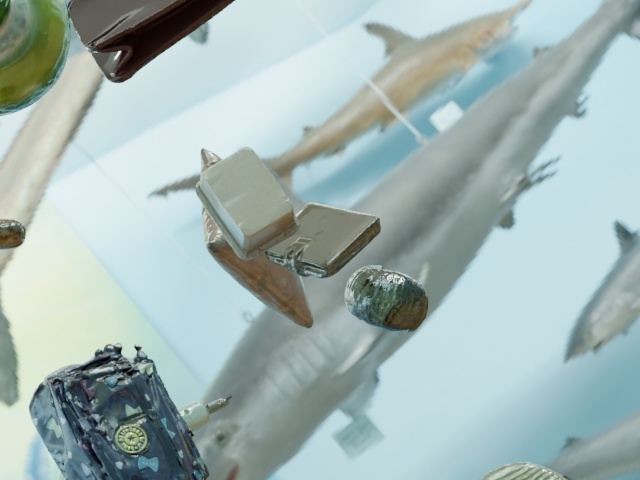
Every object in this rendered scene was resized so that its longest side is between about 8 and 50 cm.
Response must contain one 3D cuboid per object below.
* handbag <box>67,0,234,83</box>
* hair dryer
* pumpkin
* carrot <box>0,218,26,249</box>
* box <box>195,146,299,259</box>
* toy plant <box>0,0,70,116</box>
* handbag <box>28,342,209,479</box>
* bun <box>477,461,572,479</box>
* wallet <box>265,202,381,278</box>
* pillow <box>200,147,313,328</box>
[{"bbox_3d":[-0.289,-0.405,1.906,0.275,0.260,0.084,-33,-54,-1],"label":"handbag"},{"bbox_3d":[-0.281,0.340,1.904,0.357,0.107,0.173,-19,-36,-43],"label":"hair dryer"},{"bbox_3d":[0.115,0.111,2.212,0.107,0.183,0.119,17,-89,-47],"label":"pumpkin"},{"bbox_3d":[-0.516,-0.006,1.590,0.191,0.047,0.047,-2,-25,1],"label":"carrot"},{"bbox_3d":[-0.088,-0.049,1.351,0.089,0.122,0.062,-31,-16,-16],"label":"box"},{"bbox_3d":[-0.360,-0.242,1.115,0.316,0.184,0.224,110,175,-78],"label":"toy plant"},{"bbox_3d":[-0.238,0.254,1.384,0.162,0.260,0.113,-17,-17,-46],"label":"handbag"},{"bbox_3d":[0.288,0.404,1.573,0.113,0.173,0.166,73,-160,-58],"label":"bun"},{"bbox_3d":[0.000,0.000,1.473,0.118,0.153,0.039,-41,-57,-22],"label":"wallet"},{"bbox_3d":[-0.101,-0.001,1.629,0.084,0.236,0.223,-35,-51,14],"label":"pillow"}]
